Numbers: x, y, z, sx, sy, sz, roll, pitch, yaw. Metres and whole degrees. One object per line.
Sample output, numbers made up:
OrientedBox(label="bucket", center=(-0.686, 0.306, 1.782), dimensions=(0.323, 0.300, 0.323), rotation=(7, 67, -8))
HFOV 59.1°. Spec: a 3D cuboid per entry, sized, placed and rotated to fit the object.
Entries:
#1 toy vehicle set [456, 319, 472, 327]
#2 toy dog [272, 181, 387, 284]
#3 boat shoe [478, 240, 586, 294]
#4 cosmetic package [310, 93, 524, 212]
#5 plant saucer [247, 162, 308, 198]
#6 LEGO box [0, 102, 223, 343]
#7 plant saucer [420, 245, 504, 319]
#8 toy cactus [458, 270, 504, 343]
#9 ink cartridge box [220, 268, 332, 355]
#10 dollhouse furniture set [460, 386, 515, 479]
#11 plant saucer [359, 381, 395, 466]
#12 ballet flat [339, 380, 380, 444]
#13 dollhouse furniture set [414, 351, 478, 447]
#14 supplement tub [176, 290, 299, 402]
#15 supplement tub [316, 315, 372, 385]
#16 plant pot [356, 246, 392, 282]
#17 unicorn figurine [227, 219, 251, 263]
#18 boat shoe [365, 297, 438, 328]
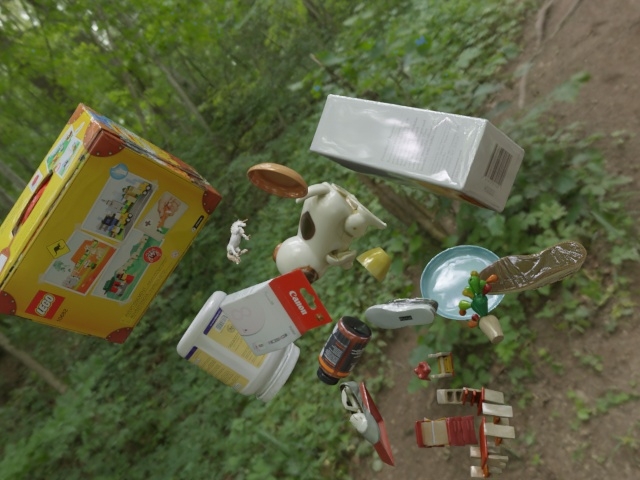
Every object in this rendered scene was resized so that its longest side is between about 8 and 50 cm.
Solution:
OrientedBox(label="toy vehicle set", center=(0.541, 0.220, 2.336), dimensions=(0.035, 0.267, 0.165), rotation=(-27, 31, 47))
OrientedBox(label="toy dog", center=(0.000, 0.000, 2.205), dimensions=(0.407, 0.284, 0.395), rotation=(-54, -32, 11))
OrientedBox(label="boat shoe", center=(0.583, 0.094, 1.568), dimensions=(0.303, 0.109, 0.098), rotation=(-20, -38, 2))
OrientedBox(label="cosmetic package", center=(0.223, -0.219, 1.373), dimensions=(0.230, 0.454, 0.161), rotation=(15, -85, -49))
OrientedBox(label="plant saucer", center=(-0.131, -0.191, 1.777), dimensions=(0.200, 0.200, 0.037), rotation=(103, -178, -72))
OrientedBox(label="LEGO box", center=(-0.554, -0.021, 1.429), dimensions=(0.373, 0.193, 0.500), rotation=(31, -83, -45))
OrientedBox(label="plant saucer", center=(0.533, 0.161, 2.100), dimensions=(0.317, 0.318, 0.043), rotation=(-48, -39, -14))
OrientedBox(label="toy cactus", center=(0.429, 0.187, 1.463), dimensions=(0.112, 0.180, 0.218), rotation=(-13, -46, -5))
OrientedBox(label="ink cartridge box", center=(-0.115, 0.193, 1.471), dimensions=(0.233, 0.189, 0.066), rotation=(-19, 25, 24))
OrientedBox(label="dollhouse furniture set", center=(0.539, 0.623, 1.871), dimensions=(0.259, 0.135, 0.261), rotation=(-74, -13, -50))
OrientedBox(label="plant saucer", center=(0.219, 0.757, 2.312), dimensions=(0.048, 0.258, 0.259), rotation=(-23, 29, 6))
OrientedBox(label="ballet flat", center=(0.109, 0.522, 1.710), dimensions=(0.068, 0.213, 0.072), rotation=(10, -54, -32))
OrientedBox(label="dollhouse furniture set", center=(0.503, 0.662, 2.334), dimensions=(0.152, 0.373, 0.201), rotation=(9, -22, -32))
OrientedBox(label="supplement tub", center=(-0.258, 0.340, 1.797), dimensions=(0.241, 0.331, 0.241), rotation=(-53, 8, 11))
OrientedBox(label="supplement tub", center=(0.060, 0.320, 1.617), dimensions=(0.197, 0.106, 0.106), rotation=(-62, -12, 21))
OrientedBox(label="plant pot", center=(0.216, 0.082, 2.160), dimensions=(0.095, 0.134, 0.134), rotation=(-45, -8, 1))
OrientedBox(label="unicorn figurine", center=(-0.274, -0.008, 1.876), dimensions=(0.111, 0.060, 0.161), rotation=(15, 73, 50))
OrientedBox(label="boat shoe", center=(0.238, 0.208, 1.650), dimensions=(0.220, 0.077, 0.070), rotation=(-6, 27, 31))
